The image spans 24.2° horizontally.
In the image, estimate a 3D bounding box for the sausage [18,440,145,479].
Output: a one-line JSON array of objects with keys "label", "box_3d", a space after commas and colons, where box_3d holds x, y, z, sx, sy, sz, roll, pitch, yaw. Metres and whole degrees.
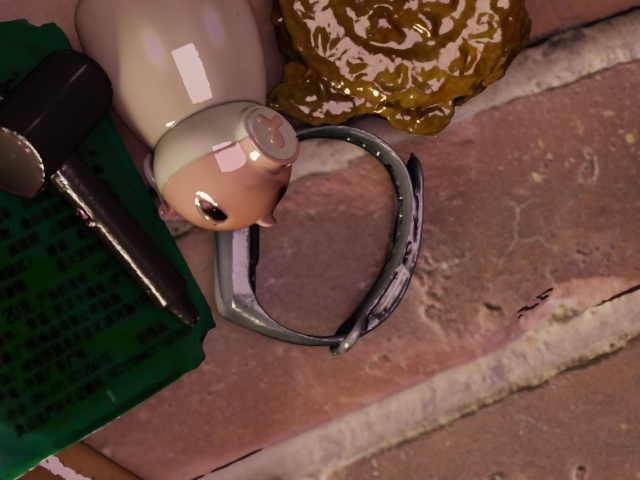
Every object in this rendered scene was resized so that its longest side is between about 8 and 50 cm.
[{"label": "sausage", "box_3d": [-0.260, 0.163, 1.275, 0.301, 0.066, 0.066, 37, 81, -7]}]

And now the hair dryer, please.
[{"label": "hair dryer", "box_3d": [-0.166, -0.033, 1.217, 0.248, 0.070, 0.114, 50, 50, -20]}]

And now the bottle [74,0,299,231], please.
[{"label": "bottle", "box_3d": [-0.102, -0.115, 1.249, 0.147, 0.147, 0.237, -20, 74, -13]}]

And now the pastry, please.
[{"label": "pastry", "box_3d": [0.072, -0.214, 1.341, 0.240, 0.132, 0.235, 4, 95, -6]}]

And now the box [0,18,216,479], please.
[{"label": "box", "box_3d": [-0.265, 0.007, 1.230, 0.264, 0.106, 0.337, -30, 94, -43]}]

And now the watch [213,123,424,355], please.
[{"label": "watch", "box_3d": [0.000, 0.000, 1.338, 0.193, 0.068, 0.206, -1, 86, -12]}]
